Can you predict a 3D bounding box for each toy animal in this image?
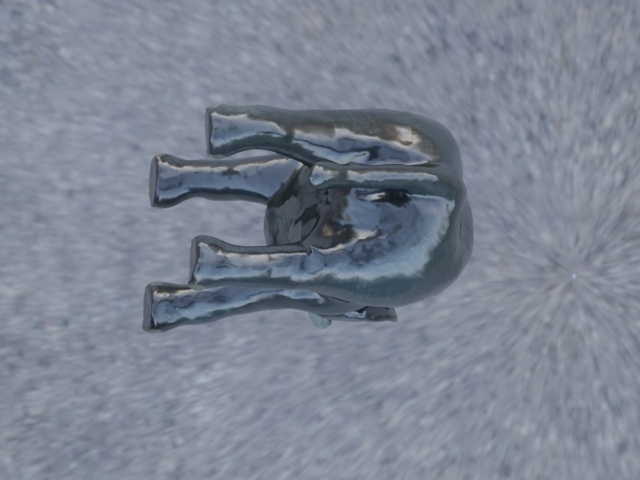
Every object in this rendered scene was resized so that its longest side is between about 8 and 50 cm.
[{"bbox_3d":[-0.010,0.000,0.845,0.137,0.269,0.082,0,79,-8],"label":"toy animal"}]
